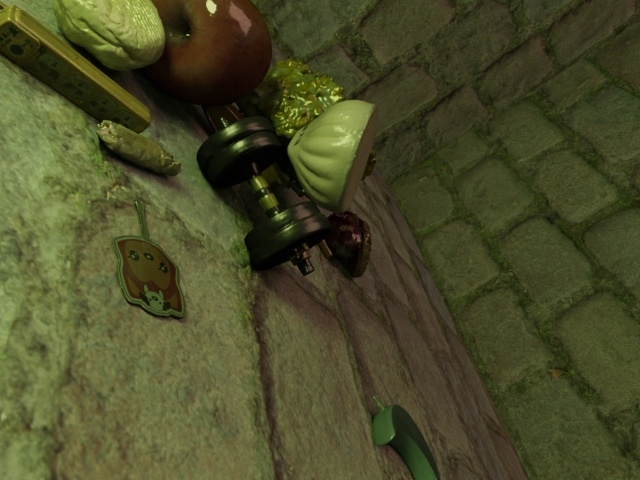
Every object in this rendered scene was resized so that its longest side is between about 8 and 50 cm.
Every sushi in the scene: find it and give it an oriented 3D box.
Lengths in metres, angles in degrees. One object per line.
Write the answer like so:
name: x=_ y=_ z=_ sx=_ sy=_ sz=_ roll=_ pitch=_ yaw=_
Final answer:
sushi: x=-0.054 y=-0.313 z=1.433 sx=0.396 sy=0.240 sz=0.351 roll=43 pitch=-14 yaw=49

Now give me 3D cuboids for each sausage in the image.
sausage: x=0.000 y=0.000 z=1.559 sx=0.116 sy=0.026 sz=0.026 roll=59 pitch=16 yaw=10

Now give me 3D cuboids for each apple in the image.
apple: x=-0.259 y=-0.444 z=1.150 sx=0.306 sy=0.305 sz=0.235 roll=57 pitch=17 yaw=0

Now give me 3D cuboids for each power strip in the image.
power strip: x=-0.389 y=-0.257 z=0.819 sx=0.305 sy=0.064 sz=0.044 roll=39 pitch=31 yaw=-49
power strip: x=0.190 y=0.462 z=1.193 sx=0.253 sy=0.054 sz=0.167 roll=53 pitch=14 yaw=-16

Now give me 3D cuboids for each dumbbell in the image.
dumbbell: x=-0.120 y=-0.097 z=1.105 sx=0.388 sy=0.185 sz=0.185 roll=60 pitch=16 yaw=9

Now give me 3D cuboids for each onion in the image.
onion: x=0.055 y=-0.014 z=1.627 sx=0.098 sy=0.151 sz=0.206 roll=10 pitch=22 yaw=-16

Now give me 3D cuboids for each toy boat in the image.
toy boat: x=-0.199 y=-0.254 z=1.337 sx=0.321 sy=0.089 sz=0.121 roll=53 pitch=8 yaw=-18

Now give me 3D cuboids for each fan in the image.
fan: x=-0.259 y=0.019 z=0.780 sx=0.132 sy=0.009 sz=0.220 roll=37 pitch=26 yaw=-52

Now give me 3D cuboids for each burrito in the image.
burrito: x=-0.312 y=-0.158 z=0.895 sx=0.058 sy=0.045 sz=0.188 roll=56 pitch=16 yaw=23

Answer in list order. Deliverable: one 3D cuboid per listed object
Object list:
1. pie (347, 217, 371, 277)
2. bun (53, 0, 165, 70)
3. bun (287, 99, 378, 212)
pie: x=0.119 y=0.020 z=1.660 sx=0.195 sy=0.046 sz=0.195 roll=-177 pitch=-90 yaw=-77
bun: x=-0.394 y=-0.404 z=0.958 sx=0.220 sy=0.134 sz=0.220 roll=48 pitch=25 yaw=-32
bun: x=0.015 y=-0.202 z=1.176 sx=0.175 sy=0.263 sz=0.263 roll=18 pitch=14 yaw=7
